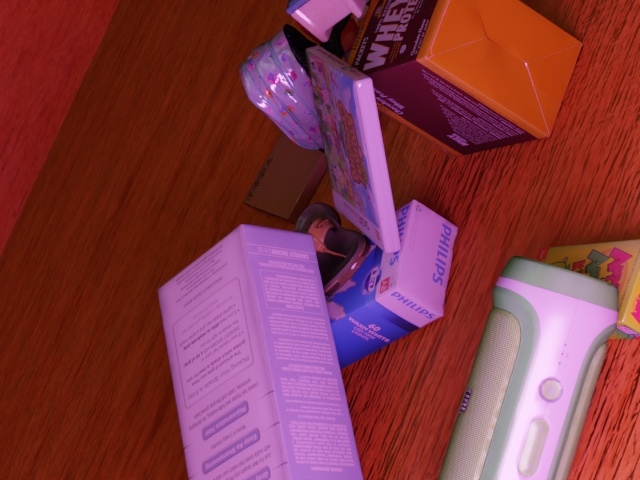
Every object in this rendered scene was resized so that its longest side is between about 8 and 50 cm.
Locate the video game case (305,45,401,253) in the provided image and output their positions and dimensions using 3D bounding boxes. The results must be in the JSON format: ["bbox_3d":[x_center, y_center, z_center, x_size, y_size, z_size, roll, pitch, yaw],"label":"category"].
[{"bbox_3d":[0.037,-0.110,2.147,0.193,0.023,0.212,-137,33,-65],"label":"video game case"}]

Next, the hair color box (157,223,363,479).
[{"bbox_3d":[-0.070,0.191,2.120,0.185,0.113,0.375,-36,55,42],"label":"hair color box"}]

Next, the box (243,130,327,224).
[{"bbox_3d":[-0.027,-0.125,2.623,0.201,0.021,0.164,-61,27,-4],"label":"box"}]

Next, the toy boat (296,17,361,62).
[{"bbox_3d":[0.117,-0.304,2.434,0.318,0.148,0.268,-13,57,48],"label":"toy boat"}]

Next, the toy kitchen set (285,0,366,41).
[{"bbox_3d":[0.036,-0.371,2.238,0.166,0.122,0.207,-34,21,29],"label":"toy kitchen set"}]

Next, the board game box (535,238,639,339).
[{"bbox_3d":[0.277,0.052,1.846,0.181,0.043,0.092,-7,57,60],"label":"board game box"}]

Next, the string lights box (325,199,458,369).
[{"bbox_3d":[0.050,0.067,2.213,0.259,0.076,0.133,-33,35,45],"label":"string lights box"}]

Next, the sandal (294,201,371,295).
[{"bbox_3d":[0.000,0.000,2.217,0.090,0.060,0.219,-53,24,11],"label":"sandal"}]

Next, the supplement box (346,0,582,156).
[{"bbox_3d":[0.164,-0.209,2.158,0.194,0.191,0.129,-10,54,60],"label":"supplement box"}]

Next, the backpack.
[{"bbox_3d":[-0.023,-0.204,2.478,0.115,0.182,0.152,-39,45,10],"label":"backpack"}]

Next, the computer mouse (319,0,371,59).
[{"bbox_3d":[0.072,-0.307,2.322,0.193,0.042,0.106,-39,26,33],"label":"computer mouse"}]

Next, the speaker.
[{"bbox_3d":[0.191,0.170,1.739,0.131,0.131,0.297,16,88,64],"label":"speaker"}]
